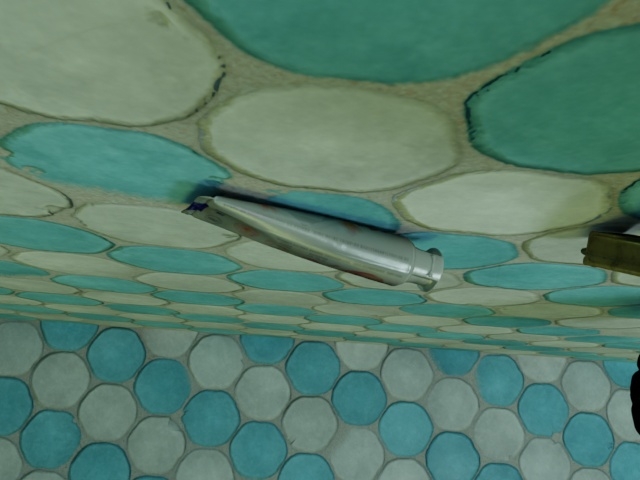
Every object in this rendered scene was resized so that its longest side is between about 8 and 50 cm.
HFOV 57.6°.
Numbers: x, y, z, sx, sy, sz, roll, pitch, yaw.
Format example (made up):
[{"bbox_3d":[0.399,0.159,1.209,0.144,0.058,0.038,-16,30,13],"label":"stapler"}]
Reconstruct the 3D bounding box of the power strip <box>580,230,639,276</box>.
[{"bbox_3d":[0.365,0.025,0.572,0.064,0.044,0.305,4,-174,-15],"label":"power strip"}]

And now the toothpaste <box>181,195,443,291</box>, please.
[{"bbox_3d":[0.000,0.000,0.698,0.323,0.066,0.100,15,167,-23],"label":"toothpaste"}]

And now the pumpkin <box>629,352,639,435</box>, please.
[{"bbox_3d":[0.750,0.285,1.023,0.266,0.364,0.363,23,157,-35],"label":"pumpkin"}]
